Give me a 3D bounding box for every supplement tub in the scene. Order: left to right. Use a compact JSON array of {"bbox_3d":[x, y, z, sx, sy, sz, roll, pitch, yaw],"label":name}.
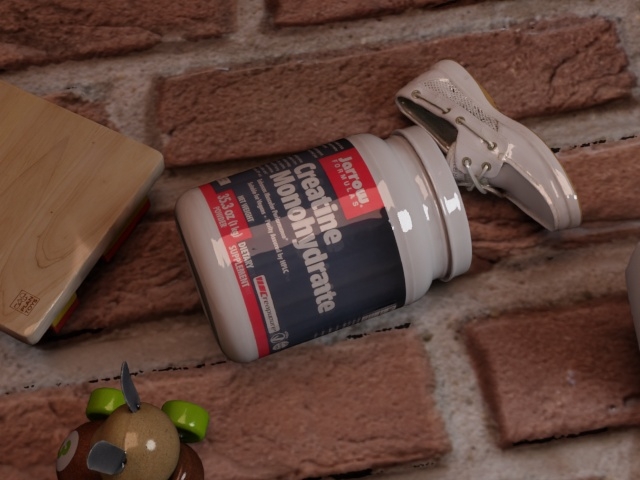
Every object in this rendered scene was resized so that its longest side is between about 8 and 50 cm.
[{"bbox_3d":[0.000,0.000,1.198,0.272,0.191,0.191,-20,61,-9],"label":"supplement tub"}]

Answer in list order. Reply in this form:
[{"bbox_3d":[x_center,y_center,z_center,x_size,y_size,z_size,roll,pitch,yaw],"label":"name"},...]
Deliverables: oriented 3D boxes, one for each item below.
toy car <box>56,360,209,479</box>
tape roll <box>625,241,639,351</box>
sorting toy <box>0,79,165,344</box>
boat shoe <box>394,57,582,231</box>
[{"bbox_3d":[-0.191,0.198,1.090,0.149,0.188,0.155,9,60,7],"label":"toy car"},{"bbox_3d":[0.442,0.051,1.100,0.286,0.286,0.100,-4,60,0],"label":"tape roll"},{"bbox_3d":[-0.343,-0.027,1.286,0.255,0.089,0.257,25,64,16],"label":"sorting toy"},{"bbox_3d":[0.184,-0.095,1.306,0.096,0.098,0.277,-30,54,-14],"label":"boat shoe"}]
